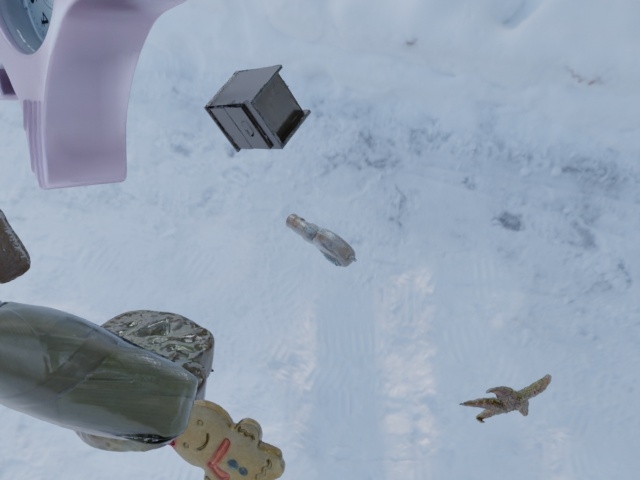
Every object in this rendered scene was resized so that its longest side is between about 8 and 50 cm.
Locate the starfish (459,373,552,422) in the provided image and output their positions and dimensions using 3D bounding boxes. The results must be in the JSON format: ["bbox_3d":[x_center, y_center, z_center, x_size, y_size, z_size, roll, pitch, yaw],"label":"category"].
[{"bbox_3d":[0.431,0.366,1.397,0.227,0.240,0.043,13,44,-37],"label":"starfish"}]

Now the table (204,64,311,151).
[{"bbox_3d":[-0.174,-0.359,1.690,0.193,0.169,0.172,8,56,43],"label":"table"}]

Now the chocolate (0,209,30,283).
[{"bbox_3d":[-0.456,0.010,0.860,0.031,0.101,0.064,-9,27,41],"label":"chocolate"}]

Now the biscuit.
[{"bbox_3d":[-0.174,0.360,1.061,0.225,0.036,0.166,37,111,3],"label":"biscuit"}]

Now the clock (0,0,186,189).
[{"bbox_3d":[-0.200,-0.182,0.503,0.080,0.291,0.275,-16,27,-42],"label":"clock"}]

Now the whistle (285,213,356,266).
[{"bbox_3d":[0.000,0.000,1.420,0.220,0.107,0.057,34,80,34],"label":"whistle"}]

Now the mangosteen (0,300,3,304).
[{"bbox_3d":[-0.703,0.177,1.064,0.306,0.306,0.359,-38,71,-9],"label":"mangosteen"}]

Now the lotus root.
[{"bbox_3d":[-0.414,0.291,1.330,0.374,0.111,0.390,-5,29,-12],"label":"lotus root"}]

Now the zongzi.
[{"bbox_3d":[-0.263,0.153,0.673,0.260,0.289,0.123,24,75,-6],"label":"zongzi"}]
